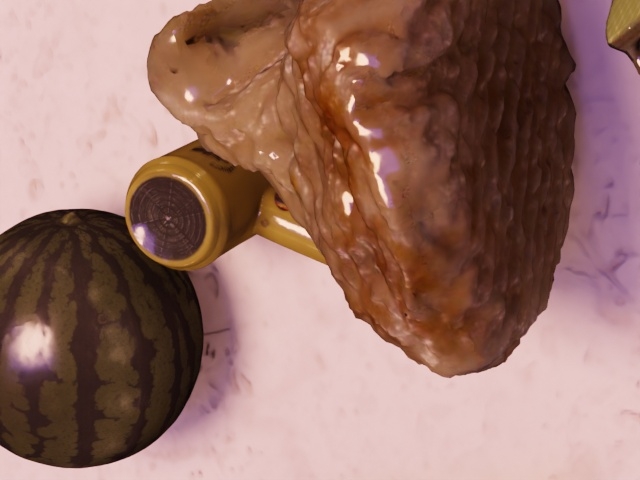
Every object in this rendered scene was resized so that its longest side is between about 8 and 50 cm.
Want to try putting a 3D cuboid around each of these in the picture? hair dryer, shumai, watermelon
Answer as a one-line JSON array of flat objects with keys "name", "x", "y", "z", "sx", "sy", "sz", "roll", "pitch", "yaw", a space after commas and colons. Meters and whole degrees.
[{"name": "hair dryer", "x": 0.000, "y": 0.000, "z": 1.062, "sx": 0.278, "sy": 0.135, "sz": 0.090, "roll": 23, "pitch": 113, "yaw": 17}, {"name": "shumai", "x": 0.013, "y": -0.063, "z": 0.937, "sx": 0.262, "sy": 0.267, "sz": 0.314, "roll": -7, "pitch": 82, "yaw": 32}, {"name": "watermelon", "x": -0.197, "y": 0.077, "z": 1.154, "sx": 0.212, "sy": 0.212, "sz": 0.212, "roll": 8, "pitch": 105, "yaw": 32}]

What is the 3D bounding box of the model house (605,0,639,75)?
[{"name": "model house", "x": 0.270, "y": -0.189, "z": 0.821, "sx": 0.205, "sy": 0.218, "sz": 0.279, "roll": -40, "pitch": 57, "yaw": 47}]
